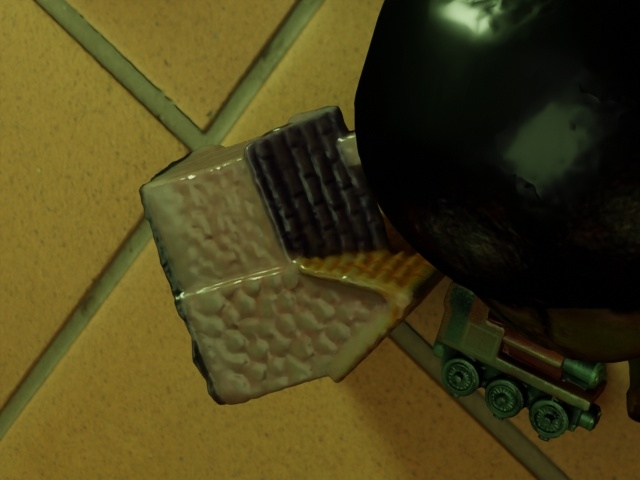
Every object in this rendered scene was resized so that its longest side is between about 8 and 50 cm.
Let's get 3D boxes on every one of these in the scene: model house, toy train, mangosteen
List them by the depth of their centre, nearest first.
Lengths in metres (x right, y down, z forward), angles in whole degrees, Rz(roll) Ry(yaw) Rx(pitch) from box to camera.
[{"bbox_3d":[0.232,-0.081,1.220,0.382,0.382,0.435,-22,112,35],"label":"mangosteen"},{"bbox_3d":[0.000,0.000,1.499,0.237,0.202,0.237,-16,95,27],"label":"model house"},{"bbox_3d":[0.190,0.108,1.510,0.176,0.074,0.118,25,118,21],"label":"toy train"}]
